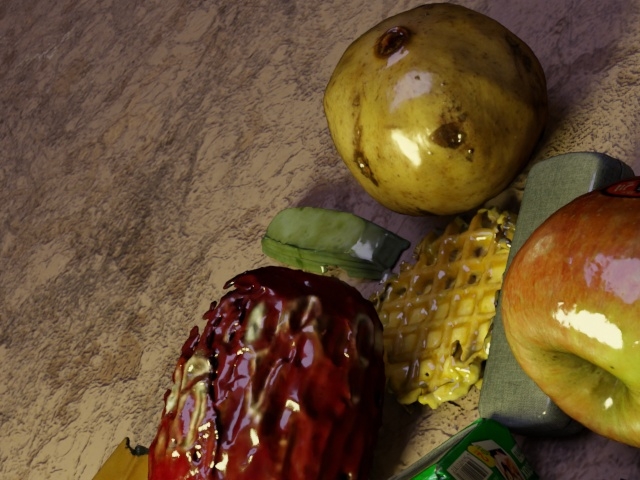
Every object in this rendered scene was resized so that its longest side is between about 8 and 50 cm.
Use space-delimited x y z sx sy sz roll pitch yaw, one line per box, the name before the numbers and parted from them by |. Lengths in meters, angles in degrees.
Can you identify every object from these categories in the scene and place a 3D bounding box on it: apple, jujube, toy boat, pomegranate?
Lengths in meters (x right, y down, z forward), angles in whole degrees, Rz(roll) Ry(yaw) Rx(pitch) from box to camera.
apple | 0.343 0.062 1.618 0.309 0.277 0.250 25 62 30
jujube | -0.059 0.216 1.922 0.258 0.258 0.376 15 87 54
toy boat | 0.000 0.000 2.257 0.293 0.055 0.093 9 62 52
pomegranate | 0.144 -0.165 2.075 0.281 0.281 0.281 -30 38 27

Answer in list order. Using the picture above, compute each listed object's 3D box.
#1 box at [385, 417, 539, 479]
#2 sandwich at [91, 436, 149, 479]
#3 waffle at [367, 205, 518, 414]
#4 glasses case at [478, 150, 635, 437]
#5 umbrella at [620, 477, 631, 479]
box | 0.117 0.283 1.702 0.180 0.103 0.250 -36 -5 20
sandwich | -0.230 0.364 2.079 0.227 0.155 0.198 -17 43 39
waffle | 0.157 0.075 1.997 0.262 0.060 0.280 -47 30 8
glasses case | 0.263 0.058 1.827 0.131 0.074 0.323 -6 66 52
umbrella | 0.343 0.255 1.649 0.122 0.013 0.022 6 50 52
